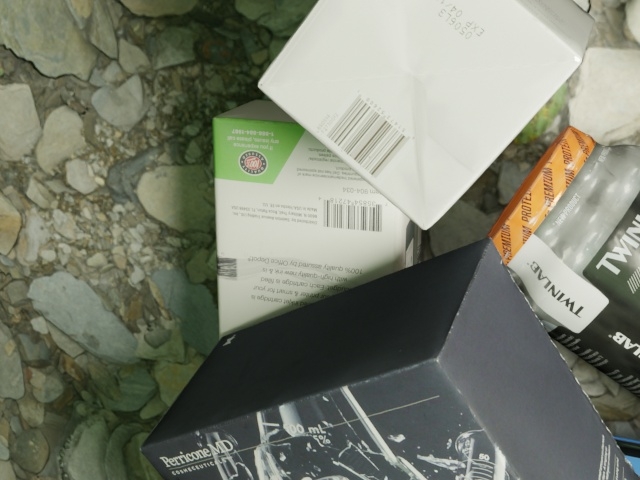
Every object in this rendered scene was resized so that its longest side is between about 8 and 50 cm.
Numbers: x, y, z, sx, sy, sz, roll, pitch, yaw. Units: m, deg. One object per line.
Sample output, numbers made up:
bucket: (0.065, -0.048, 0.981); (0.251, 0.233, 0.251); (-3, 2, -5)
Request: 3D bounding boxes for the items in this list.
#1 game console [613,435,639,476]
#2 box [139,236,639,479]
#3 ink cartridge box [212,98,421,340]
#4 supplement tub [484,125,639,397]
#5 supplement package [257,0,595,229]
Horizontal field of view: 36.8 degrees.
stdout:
game console: (0.344, 0.331, 0.969); (0.293, 0.173, 0.250); (8, 84, 17)
box: (0.071, 0.214, 0.892); (0.343, 0.179, 0.312); (-24, 108, 35)
ink cartridge box: (0.000, 0.000, 1.012); (0.198, 0.115, 0.272); (7, 110, 18)
supplement tub: (0.314, 0.044, 0.879); (0.316, 0.193, 0.193); (34, 115, 5)
supplement package: (0.107, -0.163, 0.822); (0.177, 0.293, 0.175); (41, 115, 2)
